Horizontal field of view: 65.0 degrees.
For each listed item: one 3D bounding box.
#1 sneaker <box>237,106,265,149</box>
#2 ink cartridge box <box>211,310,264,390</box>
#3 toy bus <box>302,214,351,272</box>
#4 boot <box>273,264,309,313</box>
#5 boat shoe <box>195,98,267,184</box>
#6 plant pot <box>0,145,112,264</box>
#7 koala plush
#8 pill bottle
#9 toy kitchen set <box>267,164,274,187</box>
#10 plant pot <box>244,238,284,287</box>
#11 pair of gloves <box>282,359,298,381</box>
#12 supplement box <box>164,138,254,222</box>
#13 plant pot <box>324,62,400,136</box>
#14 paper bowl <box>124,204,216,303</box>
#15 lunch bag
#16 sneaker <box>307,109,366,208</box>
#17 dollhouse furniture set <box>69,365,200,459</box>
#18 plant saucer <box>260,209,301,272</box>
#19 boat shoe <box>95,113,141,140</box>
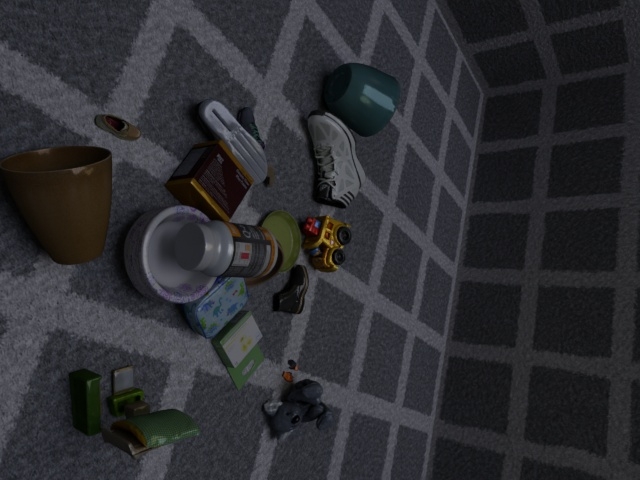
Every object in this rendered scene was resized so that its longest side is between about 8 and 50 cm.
[{"bbox_3d":[-0.233,-0.368,1.799,0.083,0.098,0.223,-10,98,-54],"label":"sneaker"},{"bbox_3d":[-0.271,0.391,1.777,0.171,0.056,0.235,-47,123,-43],"label":"ink cartridge box"},{"bbox_3d":[0.000,0.000,2.083,0.212,0.150,0.220,28,69,-35],"label":"toy bus"},{"bbox_3d":[-0.120,0.189,1.968,0.137,0.077,0.197,10,80,-47],"label":"boot"},{"bbox_3d":[-0.295,-0.339,1.696,0.121,0.119,0.335,-39,123,-11],"label":"boat shoe"},{"bbox_3d":[-0.608,-0.079,1.215,0.237,0.237,0.254,-32,129,-49],"label":"plant pot"},{"bbox_3d":[-0.100,0.658,1.930,0.221,0.203,0.196,-28,104,-27],"label":"koala plush"},{"bbox_3d":[-0.268,0.026,1.452,0.279,0.162,0.162,8,83,-54],"label":"pill bottle"},{"bbox_3d":[-0.216,-0.251,1.885,0.083,0.075,0.068,99,-20,-46],"label":"toy kitchen set"},{"bbox_3d":[-0.250,0.044,1.722,0.237,0.237,0.109,45,14,-43],"label":"plant pot"},{"bbox_3d":[-0.118,0.523,2.012,0.074,0.010,0.083,51,50,-39],"label":"pair of gloves"},{"bbox_3d":[-0.351,-0.184,1.614,0.191,0.129,0.194,53,50,-38],"label":"supplement box"},{"bbox_3d":[0.159,-0.634,2.191,0.235,0.293,0.292,19,74,-36],"label":"plant pot"},{"bbox_3d":[-0.441,0.040,1.474,0.284,0.148,0.283,1,89,-53],"label":"paper bowl"},{"bbox_3d":[-0.335,0.190,1.619,0.219,0.090,0.176,-46,146,-32],"label":"lunch bag"},{"bbox_3d":[0.047,-0.313,2.114,0.447,0.169,0.257,57,45,-39],"label":"sneaker"},{"bbox_3d":[-0.476,0.417,1.292,0.198,0.302,0.151,-5,96,-51],"label":"dollhouse furniture set"},{"bbox_3d":[-0.164,0.004,1.937,0.241,0.037,0.240,0,91,-53],"label":"plant saucer"},{"bbox_3d":[-0.559,-0.316,1.408,0.135,0.045,0.050,13,79,-52],"label":"boat shoe"}]
